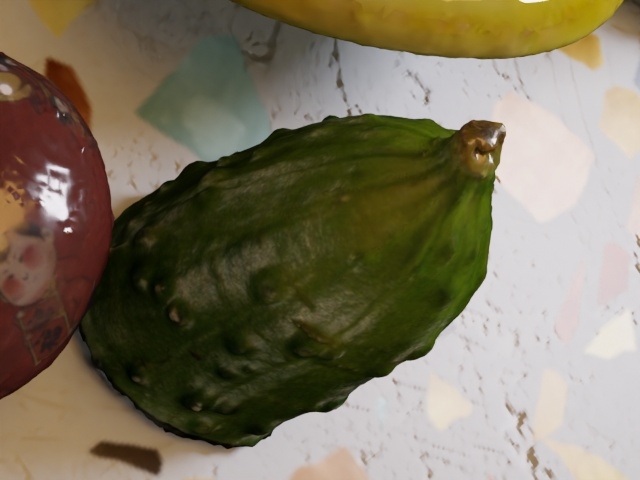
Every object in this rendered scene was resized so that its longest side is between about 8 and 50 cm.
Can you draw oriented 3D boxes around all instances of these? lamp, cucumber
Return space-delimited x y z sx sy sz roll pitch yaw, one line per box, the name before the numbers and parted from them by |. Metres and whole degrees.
lamp | -0.154 -0.001 0.711 0.156 0.157 0.135 -46 144 6
cucumber | 0.002 0.003 0.735 0.134 0.244 0.134 11 67 -28

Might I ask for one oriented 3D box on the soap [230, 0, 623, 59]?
soap | 0.021 -0.261 0.872 0.306 0.115 0.427 13 53 -19
